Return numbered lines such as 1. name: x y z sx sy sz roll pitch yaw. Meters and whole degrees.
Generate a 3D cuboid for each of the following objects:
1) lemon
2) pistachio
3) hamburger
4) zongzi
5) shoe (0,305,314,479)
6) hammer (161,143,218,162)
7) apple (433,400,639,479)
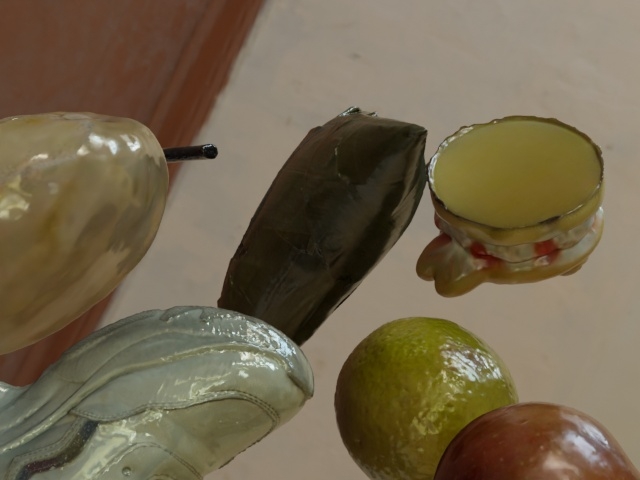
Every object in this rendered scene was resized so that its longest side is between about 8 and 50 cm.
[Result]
1. lemon: 0.144 0.227 1.495 0.267 0.267 0.267 -58 164 -28
2. pistachio: -0.305 -0.020 1.189 0.309 0.230 0.230 -49 164 -4
3. hamburger: 0.288 -0.037 1.694 0.302 0.261 0.186 -35 137 -26
4. zongzi: 0.000 0.000 1.355 0.356 0.174 0.393 -56 -174 3
5. shoe: -0.157 0.183 0.755 0.132 0.342 0.211 61 13 -49
6. hammer: -0.218 -0.108 1.447 0.078 0.201 0.021 12 78 -59
7. apple: 0.240 0.297 1.138 0.206 0.272 0.251 -35 163 0
